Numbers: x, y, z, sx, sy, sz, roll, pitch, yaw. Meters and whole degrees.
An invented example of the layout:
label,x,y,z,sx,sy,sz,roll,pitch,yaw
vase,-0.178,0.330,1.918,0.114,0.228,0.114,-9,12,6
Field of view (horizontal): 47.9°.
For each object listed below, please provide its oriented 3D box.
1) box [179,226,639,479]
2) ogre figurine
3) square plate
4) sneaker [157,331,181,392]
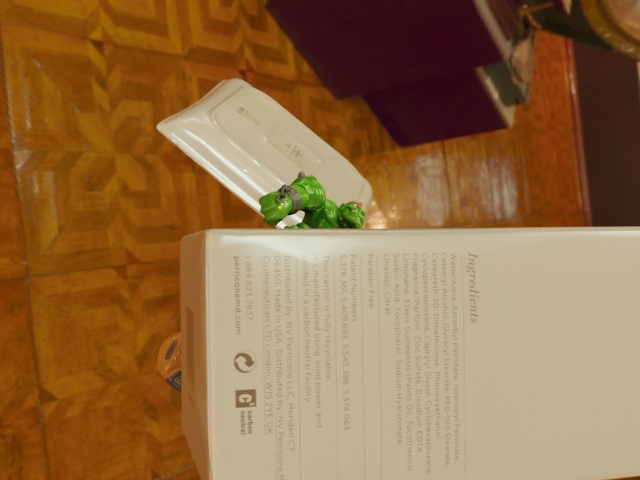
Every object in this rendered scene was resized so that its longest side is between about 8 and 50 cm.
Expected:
label,x,y,z,sx,sy,sz,roll,pitch,yaw
box,0.076,0.075,0.540,0.345,0.215,0.168,-1,89,-14
ogre figurine,0.000,0.000,0.843,0.197,0.097,0.118,38,38,-18
square plate,-0.055,-0.127,1.148,0.344,0.049,0.347,39,24,-7
sneaker,-0.099,0.225,1.050,0.296,0.131,0.112,38,78,-3
